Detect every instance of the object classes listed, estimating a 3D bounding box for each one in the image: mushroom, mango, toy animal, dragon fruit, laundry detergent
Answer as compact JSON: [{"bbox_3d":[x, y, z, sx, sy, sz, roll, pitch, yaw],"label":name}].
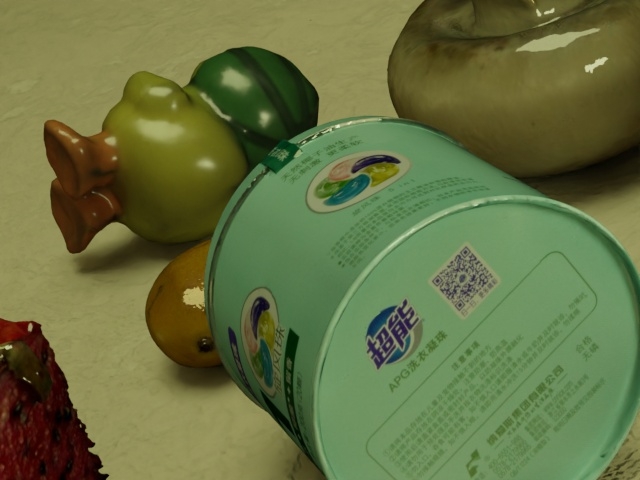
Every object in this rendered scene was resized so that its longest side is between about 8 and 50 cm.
[{"bbox_3d":[0.243,-0.235,1.831,0.362,0.294,0.362,-14,25,6],"label":"mushroom"},{"bbox_3d":[-0.089,0.045,1.680,0.147,0.109,0.227,-2,30,36],"label":"mango"},{"bbox_3d":[-0.148,-0.100,1.946,0.338,0.216,0.191,-24,52,-23],"label":"toy animal"},{"bbox_3d":[-0.292,0.238,1.372,0.240,0.302,0.330,14,42,-7],"label":"dragon fruit"},{"bbox_3d":[0.069,0.057,1.342,0.287,0.287,0.305,-24,25,-15],"label":"laundry detergent"}]
